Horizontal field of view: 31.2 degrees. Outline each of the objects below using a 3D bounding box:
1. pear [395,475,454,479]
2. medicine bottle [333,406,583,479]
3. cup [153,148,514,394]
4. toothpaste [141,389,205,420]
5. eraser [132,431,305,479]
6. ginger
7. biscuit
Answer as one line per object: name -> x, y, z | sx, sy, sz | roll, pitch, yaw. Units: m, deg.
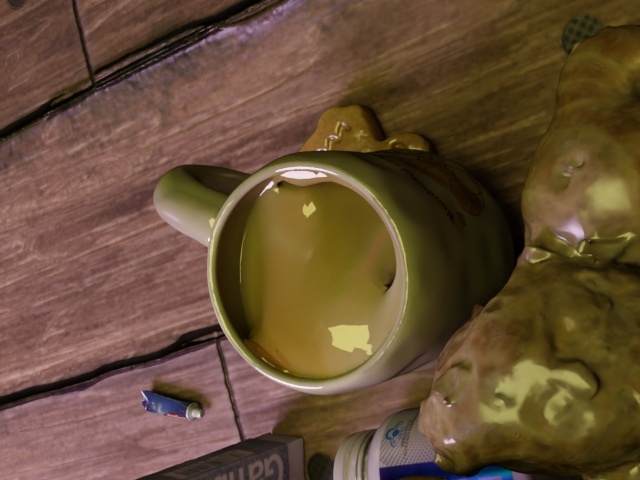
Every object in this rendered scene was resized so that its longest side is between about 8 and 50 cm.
pear -> 0.140, 0.323, 0.713 | 0.340, 0.191, 0.387 | -38, 74, 47
medicine bottle -> 0.109, 0.182, 0.908 | 0.191, 0.107, 0.107 | -15, 86, 36
cup -> 0.003, 0.020, 0.869 | 0.255, 0.202, 0.173 | -3, 91, 30
toothpaste -> -0.149, 0.167, 1.148 | 0.083, 0.019, 0.027 | 7, 122, 36
eraser -> -0.088, 0.231, 0.990 | 0.046, 0.212, 0.092 | 0, 95, 34
ginger -> 0.206, 0.038, 0.764 | 0.256, 0.176, 0.376 | 11, 80, -5
biscuit -> 0.052, -0.010, 0.977 | 0.166, 0.036, 0.225 | -47, 68, 28
